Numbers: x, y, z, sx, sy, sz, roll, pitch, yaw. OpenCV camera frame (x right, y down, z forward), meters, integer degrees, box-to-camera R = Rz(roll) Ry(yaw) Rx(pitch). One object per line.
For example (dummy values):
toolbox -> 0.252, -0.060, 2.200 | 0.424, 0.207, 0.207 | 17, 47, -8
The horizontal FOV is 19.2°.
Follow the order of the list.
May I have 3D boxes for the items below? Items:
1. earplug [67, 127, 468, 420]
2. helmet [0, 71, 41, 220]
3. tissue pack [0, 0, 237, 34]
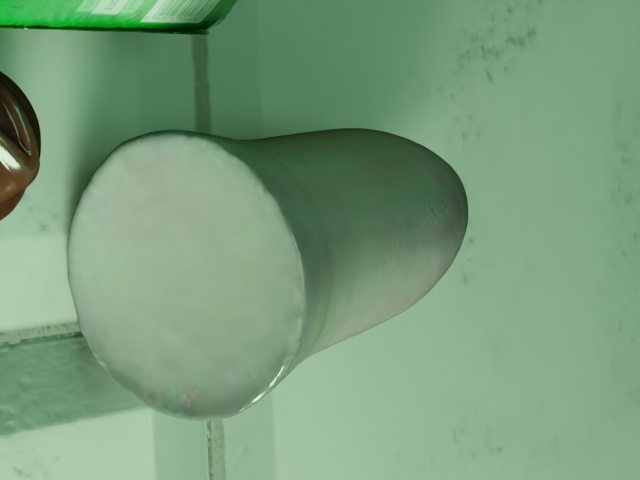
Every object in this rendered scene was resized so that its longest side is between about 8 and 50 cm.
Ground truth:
earplug -> 0.000, 0.000, 1.220 | 0.301, 0.172, 0.172 | -15, 102, -55
helmet -> -0.185, -0.057, 1.064 | 0.089, 0.057, 0.111 | -55, 129, -37
tissue pack -> -0.132, -0.219, 1.070 | 0.209, 0.148, 0.156 | -6, 55, -49
